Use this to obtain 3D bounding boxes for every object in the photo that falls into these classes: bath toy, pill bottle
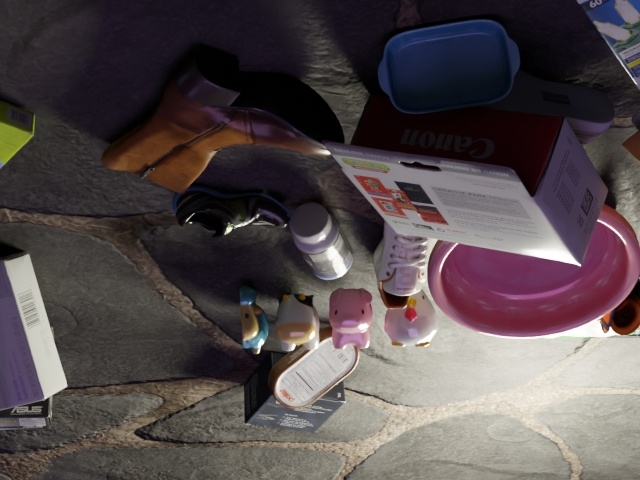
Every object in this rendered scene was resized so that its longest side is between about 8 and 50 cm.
[{"bbox_3d":[0.034,0.129,2.254,0.348,0.129,0.151,-2,-168,0],"label":"bath toy"},{"bbox_3d":[0.000,0.000,2.072,0.078,0.078,0.137,-12,147,12],"label":"pill bottle"}]

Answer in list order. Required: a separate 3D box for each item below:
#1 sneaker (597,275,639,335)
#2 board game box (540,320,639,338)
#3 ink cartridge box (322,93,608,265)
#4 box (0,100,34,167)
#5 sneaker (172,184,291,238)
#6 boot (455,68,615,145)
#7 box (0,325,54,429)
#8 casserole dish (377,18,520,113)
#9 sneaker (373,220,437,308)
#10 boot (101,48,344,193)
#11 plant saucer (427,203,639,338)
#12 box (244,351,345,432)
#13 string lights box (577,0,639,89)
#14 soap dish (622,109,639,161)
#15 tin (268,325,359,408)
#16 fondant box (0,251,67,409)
[{"bbox_3d":[0.473,0.104,2.190,0.124,0.180,0.321,-18,149,-9],"label":"sneaker"},{"bbox_3d":[0.532,0.144,2.429,0.259,0.030,0.136,1,150,-9],"label":"board game box"},{"bbox_3d":[0.200,-0.101,1.764,0.309,0.130,0.272,11,159,34],"label":"ink cartridge box"},{"bbox_3d":[-0.495,-0.139,1.811,0.109,0.042,0.178,21,140,-34],"label":"box"},{"bbox_3d":[-0.139,-0.036,1.994,0.188,0.078,0.067,6,147,-19],"label":"sneaker"},{"bbox_3d":[0.282,-0.173,1.818,0.258,0.095,0.123,12,145,-20],"label":"boot"},{"bbox_3d":[-0.596,0.246,2.287,0.231,0.183,0.056,1,150,-8],"label":"box"},{"bbox_3d":[0.171,-0.230,1.706,0.188,0.114,0.037,-8,178,6],"label":"casserole dish"},{"bbox_3d":[0.150,0.014,2.076,0.105,0.123,0.290,1,147,-6],"label":"sneaker"},{"bbox_3d":[-0.139,-0.131,1.826,0.264,0.096,0.280,15,144,-30],"label":"boot"},{"bbox_3d":[0.332,0.026,2.008,0.332,0.084,0.332,0,140,0],"label":"plant saucer"},{"bbox_3d":[-0.053,0.304,2.540,0.156,0.093,0.158,11,146,-22],"label":"box"},{"bbox_3d":[0.413,-0.309,1.628,0.133,0.077,0.259,-25,144,24],"label":"string lights box"},{"bbox_3d":[0.602,-0.163,1.790,0.290,0.118,0.229,-1,155,-38],"label":"soap dish"},{"bbox_3d":[-0.012,0.241,2.414,0.189,0.040,0.106,-39,114,3],"label":"tin"},{"bbox_3d":[-0.613,0.176,2.117,0.330,0.238,0.096,-14,-175,16],"label":"fondant box"}]
